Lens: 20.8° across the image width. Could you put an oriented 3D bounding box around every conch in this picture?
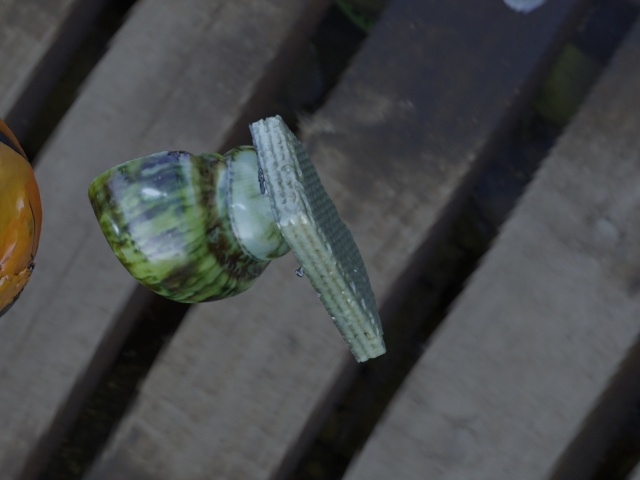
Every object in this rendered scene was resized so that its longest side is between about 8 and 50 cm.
[{"bbox_3d":[-0.102,-0.020,1.610,0.181,0.187,0.124,-31,61,6],"label":"conch"}]

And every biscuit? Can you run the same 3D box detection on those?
[{"bbox_3d":[0.000,0.000,1.412,0.040,0.199,0.121,-21,48,8],"label":"biscuit"}]

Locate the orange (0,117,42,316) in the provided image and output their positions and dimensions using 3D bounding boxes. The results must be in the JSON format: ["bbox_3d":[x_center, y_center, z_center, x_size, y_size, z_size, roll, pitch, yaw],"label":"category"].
[{"bbox_3d":[-0.285,-0.016,1.041,0.234,0.234,0.182,-18,78,14],"label":"orange"}]
